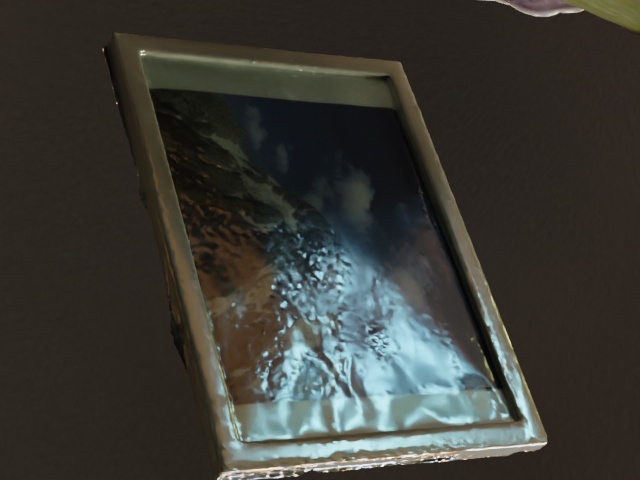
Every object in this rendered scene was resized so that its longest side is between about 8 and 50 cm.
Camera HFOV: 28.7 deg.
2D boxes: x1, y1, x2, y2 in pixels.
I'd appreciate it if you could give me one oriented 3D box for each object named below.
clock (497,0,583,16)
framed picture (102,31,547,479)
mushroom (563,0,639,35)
[{"bbox_3d":[0.133,-0.357,0.791,0.368,0.376,0.250,11,-40,16],"label":"clock"},{"bbox_3d":[0.000,0.000,0.712,0.019,0.209,0.281,-52,-132,46],"label":"framed picture"},{"bbox_3d":[-0.005,-0.176,0.341,0.333,0.107,0.087,44,-95,6],"label":"mushroom"}]
